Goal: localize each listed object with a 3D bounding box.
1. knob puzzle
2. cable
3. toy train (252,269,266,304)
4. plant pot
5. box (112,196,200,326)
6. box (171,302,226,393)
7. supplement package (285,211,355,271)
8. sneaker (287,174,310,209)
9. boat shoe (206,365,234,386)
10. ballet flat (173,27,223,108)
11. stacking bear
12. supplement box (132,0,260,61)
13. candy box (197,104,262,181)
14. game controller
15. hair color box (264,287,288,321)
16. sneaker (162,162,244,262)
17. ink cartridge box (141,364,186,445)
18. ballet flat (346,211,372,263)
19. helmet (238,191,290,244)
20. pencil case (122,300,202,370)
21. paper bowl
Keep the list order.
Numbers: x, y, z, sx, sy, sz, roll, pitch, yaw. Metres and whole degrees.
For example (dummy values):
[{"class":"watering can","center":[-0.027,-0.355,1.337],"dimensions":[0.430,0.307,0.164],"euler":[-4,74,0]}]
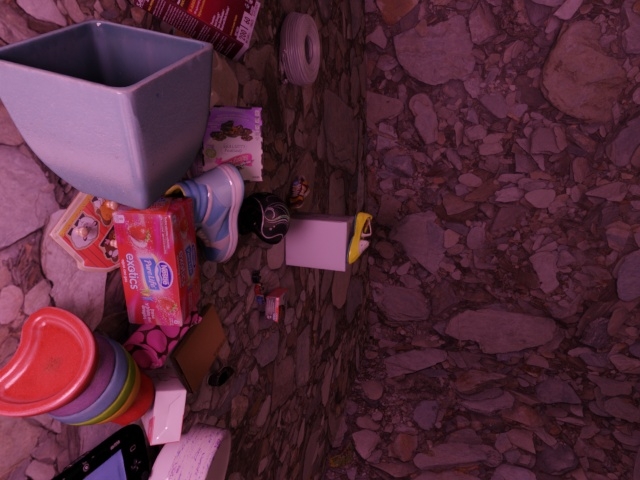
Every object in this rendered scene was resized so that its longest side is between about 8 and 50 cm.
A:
[{"class":"knob puzzle","center":[-0.424,-0.020,0.871],"dimensions":[0.213,0.029,0.213],"euler":[5,90,-72]},{"class":"cable","center":[-0.074,-0.719,1.625],"dimensions":[0.257,0.089,0.257],"euler":[-44,137,-63]},{"class":"toy train","center":[-0.221,0.174,1.548],"dimensions":[0.036,0.027,0.158],"euler":[-59,149,-49]},{"class":"plant pot","center":[-0.346,-0.204,0.749],"dimensions":[0.248,0.247,0.252],"euler":[-63,166,-48]},{"class":"box","center":[-0.344,0.042,0.930],"dimensions":[0.128,0.122,0.257],"euler":[-79,171,-69]},{"class":"box","center":[-0.341,0.305,1.234],"dimensions":[0.201,0.021,0.164],"euler":[-63,152,-47]},{"class":"supplement package","center":[0.000,0.000,1.789],"dimensions":[0.145,0.261,0.204],"euler":[-36,129,-66]},{"class":"sneaker","center":[-0.097,-0.198,1.767],"dimensions":[0.185,0.069,0.084],"euler":[-69,149,-53]},{"class":"boat shoe","center":[-0.305,0.427,1.352],"dimensions":[0.133,0.042,0.049],"euler":[11,83,-73]},{"class":"ballet flat","center":[-0.291,-0.385,1.012],"dimensions":[0.116,0.124,0.343],"euler":[26,71,-72]},{"class":"stacking bear","center":[-0.415,0.267,0.804],"dimensions":[0.289,0.164,0.175],"euler":[75,27,-57]},{"class":"supplement box","center":[-0.262,-0.515,0.937],"dimensions":[0.239,0.073,0.130],"euler":[20,72,-30]},{"class":"candy box","center":[-0.241,-0.255,1.148],"dimensions":[0.164,0.070,0.196],"euler":[-6,105,-27]},{"class":"game controller","center":[-0.463,0.510,0.855],"dimensions":[0.319,0.067,0.167],"euler":[-27,121,-69]},{"class":"hair color box","center":[-0.166,0.242,1.649],"dimensions":[0.167,0.053,0.093],"euler":[-34,128,-80]},{"class":"sneaker","center":[-0.316,-0.041,1.090],"dimensions":[0.208,0.127,0.319],"euler":[-25,145,-38]},{"class":"ink cartridge box","center":[-0.370,0.370,0.995],"dimensions":[0.067,0.198,0.115],"euler":[7,88,-30]},{"class":"ballet flat","center":[0.162,-0.011,1.731],"dimensions":[0.077,0.077,0.231],"euler":[63,37,-59]},{"class":"helmet","center":[-0.177,-0.071,1.398],"dimensions":[0.161,0.169,0.170],"euler":[-1,96,-55]},{"class":"pencil case","center":[-0.357,0.209,0.987],"dimensions":[0.098,0.095,0.209],"euler":[44,27,-9]},{"class":"paper bowl","center":[-0.336,0.607,1.079],"dimensions":[0.284,0.148,0.284],"euler":[13,90,-86]}]
